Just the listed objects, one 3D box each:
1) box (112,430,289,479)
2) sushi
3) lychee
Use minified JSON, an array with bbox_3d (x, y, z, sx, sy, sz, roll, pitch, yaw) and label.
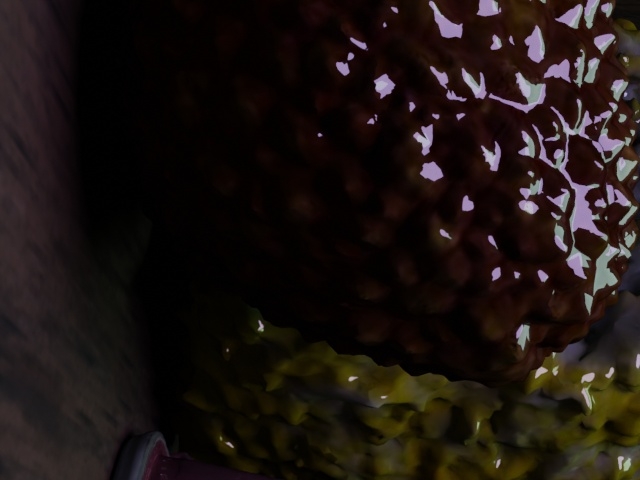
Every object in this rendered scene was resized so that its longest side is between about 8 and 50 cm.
[{"bbox_3d":[-0.047,0.267,0.610,0.193,0.167,0.294,94,6,-51],"label":"box"},{"bbox_3d":[0.097,0.003,0.776,0.396,0.351,0.240,-77,172,-47],"label":"sushi"},{"bbox_3d":[0.027,-0.061,0.515,0.271,0.236,0.236,58,-6,15],"label":"lychee"}]
